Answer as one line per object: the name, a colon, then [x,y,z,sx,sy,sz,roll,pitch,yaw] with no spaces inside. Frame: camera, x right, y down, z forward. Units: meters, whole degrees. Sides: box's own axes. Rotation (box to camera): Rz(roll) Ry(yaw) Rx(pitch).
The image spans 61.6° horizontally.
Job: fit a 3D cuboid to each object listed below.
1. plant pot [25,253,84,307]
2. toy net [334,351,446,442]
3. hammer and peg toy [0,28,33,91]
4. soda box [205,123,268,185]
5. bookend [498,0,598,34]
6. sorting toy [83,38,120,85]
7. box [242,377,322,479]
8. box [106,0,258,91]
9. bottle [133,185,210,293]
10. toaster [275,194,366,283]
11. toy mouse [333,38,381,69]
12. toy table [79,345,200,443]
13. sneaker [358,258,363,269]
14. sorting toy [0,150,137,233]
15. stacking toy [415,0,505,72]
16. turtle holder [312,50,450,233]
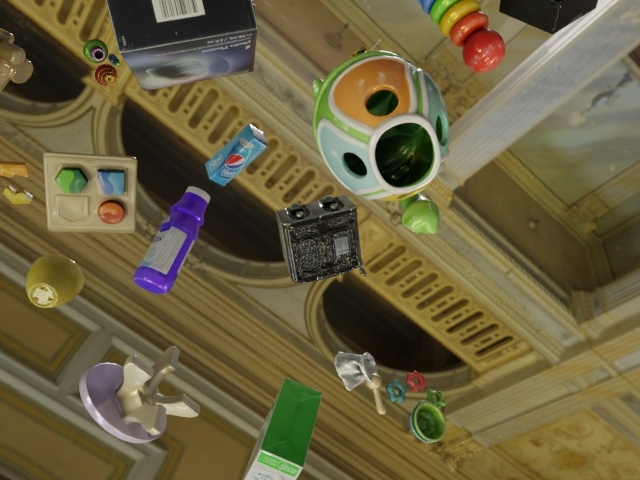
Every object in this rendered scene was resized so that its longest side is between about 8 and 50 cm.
plant pot: [-0.674,0.114,1.338,0.134,0.134,0.095,35,-165,-18]
toy net: [0.134,0.261,0.976,0.232,0.045,0.122,38,-127,-3]
hammer and peg toy: [-0.695,-0.298,1.042,0.127,0.266,0.361,28,-173,2]
soda box: [-0.268,-0.270,1.706,0.067,0.210,0.071,25,-144,-47]
bookend: [0.530,-0.565,1.239,0.157,0.072,0.156,-33,-127,-18]
sorting toy: [-0.460,-0.376,1.146,0.061,0.102,0.042,-30,-130,-19]
box: [-0.108,0.564,1.482,0.126,0.231,0.262,24,-149,-1]
box: [-0.307,-0.491,1.244,0.296,0.294,0.183,-13,-87,-8]
bottle: [-0.369,-0.005,1.364,0.092,0.118,0.283,33,-114,-25]
toaster: [0.000,0.000,1.186,0.168,0.186,0.110,-14,-150,-9]
toy mouse: [0.108,-0.505,1.565,0.031,0.161,0.143,50,-146,-40]
toy table: [-0.452,0.398,1.374,0.274,0.160,0.252,46,-155,-43]
sneaker: [0.105,0.019,1.952,0.225,0.092,0.088,58,-148,-31]
sorting toy: [-0.616,-0.111,1.326,0.307,0.229,0.041,1,-148,-20]
stacking toy: [0.297,-0.512,1.186,0.141,0.141,0.330,-15,-108,-51]
turtle holder: [0.113,-0.162,0.964,0.243,0.320,0.227,-3,-149,-12]
